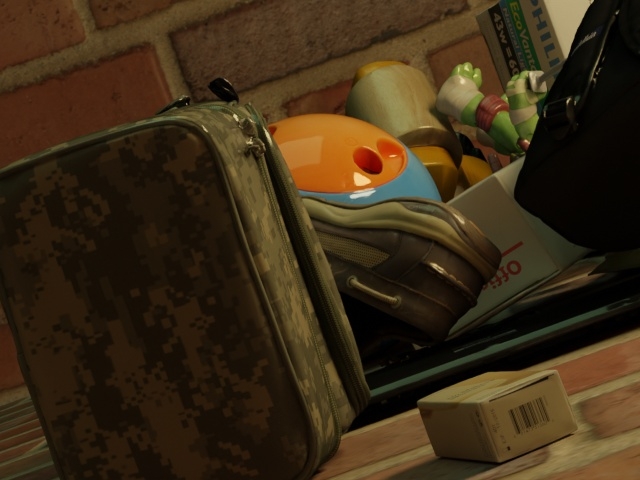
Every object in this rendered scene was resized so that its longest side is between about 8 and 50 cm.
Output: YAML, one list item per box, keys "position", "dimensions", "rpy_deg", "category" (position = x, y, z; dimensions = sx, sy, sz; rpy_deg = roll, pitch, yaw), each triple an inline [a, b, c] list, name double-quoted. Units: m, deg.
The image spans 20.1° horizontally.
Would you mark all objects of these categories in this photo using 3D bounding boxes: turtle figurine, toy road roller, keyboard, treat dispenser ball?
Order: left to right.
- position: [0.000, 0.000, 2.034]
  dimensions: [0.288, 0.288, 0.288]
  rpy_deg: [-20, 1, 0]
  category: "treat dispenser ball"
- position: [0.149, -0.060, 2.300]
  dimensions: [0.240, 0.202, 0.329]
  rpy_deg: [-6, -46, -15]
  category: "toy road roller"
- position: [0.143, 0.096, 1.577]
  dimensions: [0.317, 0.033, 0.201]
  rpy_deg: [-19, 2, 0]
  category: "keyboard"
- position: [0.280, -0.142, 2.089]
  dimensions: [0.197, 0.275, 0.266]
  rpy_deg: [-9, 30, -34]
  category: "turtle figurine"

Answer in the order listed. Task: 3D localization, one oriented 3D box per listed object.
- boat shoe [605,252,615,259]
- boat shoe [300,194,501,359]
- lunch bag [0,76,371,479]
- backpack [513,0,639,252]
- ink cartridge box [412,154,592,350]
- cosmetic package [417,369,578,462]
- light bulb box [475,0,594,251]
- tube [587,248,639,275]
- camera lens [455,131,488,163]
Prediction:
- position: [0.396, -0.041, 2.032]
  dimensions: [0.098, 0.096, 0.277]
  rpy_deg: [-15, 5, 41]
  category: "boat shoe"
- position: [0.013, 0.040, 1.695]
  dimensions: [0.355, 0.132, 0.130]
  rpy_deg: [-7, 50, 56]
  category: "boat shoe"
- position: [-0.095, 0.042, 1.369]
  dimensions: [0.212, 0.305, 0.256]
  rpy_deg: [-19, 3, 14]
  category: "lunch bag"
- position: [0.347, -0.163, 1.645]
  dimensions: [0.290, 0.273, 0.355]
  rpy_deg: [-41, 25, 32]
  category: "backpack"
- position: [0.188, -0.005, 1.823]
  dimensions: [0.207, 0.119, 0.353]
  rpy_deg: [-36, -4, 39]
  category: "ink cartridge box"
- position: [0.110, 0.111, 1.148]
  dimensions: [0.060, 0.041, 0.115]
  rpy_deg: [-21, 2, -18]
  category: "cosmetic package"
- position: [0.448, -0.204, 2.348]
  dimensions: [0.361, 0.358, 0.225]
  rpy_deg: [-19, -1, -17]
  category: "light bulb box"
- position: [0.393, -0.014, 1.897]
  dimensions: [0.240, 0.062, 0.070]
  rpy_deg: [-26, -35, -31]
  category: "tube"
- position: [0.123, -0.020, 2.587]
  dimensions: [0.274, 0.219, 0.219]
  rpy_deg: [-19, 1, 12]
  category: "camera lens"
